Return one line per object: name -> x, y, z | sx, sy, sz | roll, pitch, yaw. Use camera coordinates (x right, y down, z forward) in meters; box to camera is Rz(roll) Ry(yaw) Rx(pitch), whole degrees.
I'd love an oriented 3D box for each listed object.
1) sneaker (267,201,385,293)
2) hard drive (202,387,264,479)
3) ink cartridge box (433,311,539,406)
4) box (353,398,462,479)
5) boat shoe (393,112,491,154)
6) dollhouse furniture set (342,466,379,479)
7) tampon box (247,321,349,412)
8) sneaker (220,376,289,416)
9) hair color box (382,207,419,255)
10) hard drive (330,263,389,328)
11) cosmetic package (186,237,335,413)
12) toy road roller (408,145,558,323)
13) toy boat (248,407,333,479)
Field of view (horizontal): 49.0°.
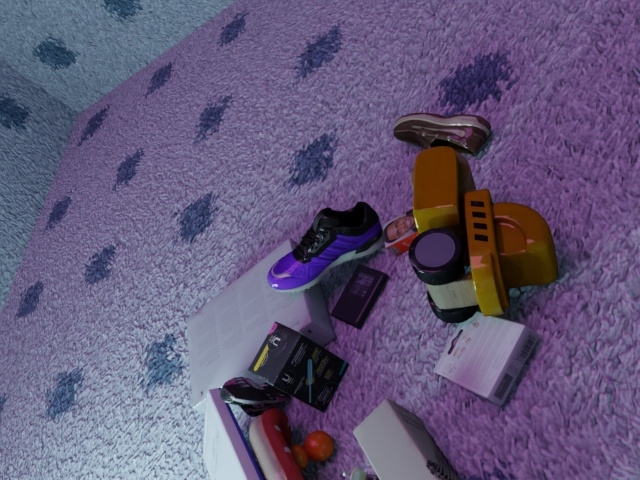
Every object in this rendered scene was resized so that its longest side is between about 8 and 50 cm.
sneaker -> 0.000, -0.001, 1.572 | 0.294, 0.146, 0.102 | -28, 45, -9
hard drive -> -0.179, 0.486, 1.447 | 0.318, 0.040, 0.210 | -131, 42, -53
ink cartridge box -> 0.296, 0.208, 1.275 | 0.145, 0.045, 0.179 | -59, 19, -8
box -> 0.169, 0.403, 1.180 | 0.094, 0.113, 0.275 | -46, 38, 8
boat shoe -> 0.261, -0.235, 1.613 | 0.258, 0.095, 0.095 | 7, 72, 49
dollhouse furniture set -> 0.073, 0.466, 1.253 | 0.091, 0.081, 0.114 | -9, 55, 43
tampon box -> -0.045, 0.266, 1.476 | 0.101, 0.161, 0.120 | 15, 72, 51
sneaker -> -0.148, 0.350, 1.519 | 0.077, 0.178, 0.072 | -55, 46, 17
hair color box -> 0.207, -0.029, 1.543 | 0.141, 0.043, 0.071 | -30, 44, 28
hard drive -> 0.086, 0.124, 1.565 | 0.094, 0.022, 0.135 | 18, 75, 51
cosmetic package -> -0.159, 0.212, 1.695 | 0.377, 0.097, 0.284 | -38, 37, 19
toy road roller -> 0.302, -0.016, 1.301 | 0.241, 0.202, 0.329 | -9, 53, 18
toy boat -> -0.045, 0.427, 1.392 | 0.151, 0.150, 0.231 | -23, 37, -11
